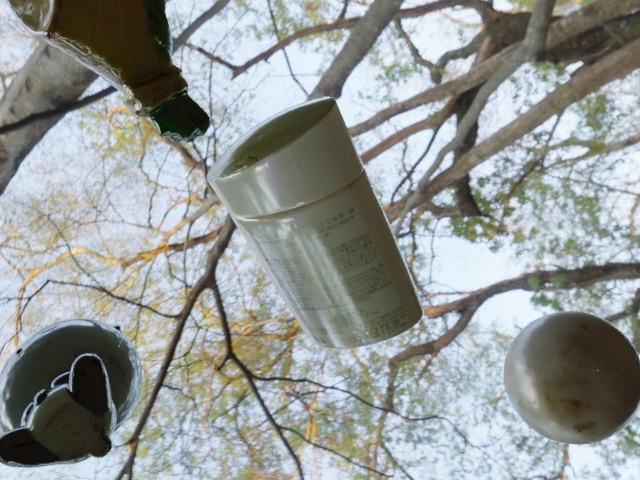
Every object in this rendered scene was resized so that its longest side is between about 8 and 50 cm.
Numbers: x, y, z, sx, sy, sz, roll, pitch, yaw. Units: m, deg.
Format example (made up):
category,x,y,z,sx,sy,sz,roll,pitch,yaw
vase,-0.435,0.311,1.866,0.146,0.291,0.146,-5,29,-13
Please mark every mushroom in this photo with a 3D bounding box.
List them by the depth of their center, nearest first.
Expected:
category,x,y,z,sx,sy,sz,roll,pitch,yaw
mushroom,0.394,0.210,0.918,0.208,0.215,0.207,0,-86,5

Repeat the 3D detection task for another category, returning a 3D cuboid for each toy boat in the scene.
category,x,y,z,sx,sy,sz,roll,pitch,yaw
toy boat,-0.125,-0.162,0.311,0.088,0.089,0.229,-14,-91,-54

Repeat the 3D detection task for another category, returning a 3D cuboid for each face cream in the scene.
category,x,y,z,sx,sy,sz,roll,pitch,yaw
face cream,0.000,0.000,0.697,0.081,0.174,0.348,-86,-26,-48

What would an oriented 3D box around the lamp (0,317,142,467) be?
category,x,y,z,sx,sy,sz,roll,pitch,yaw
lamp,-0.335,0.204,0.759,0.198,0.244,0.197,-1,-87,-20
